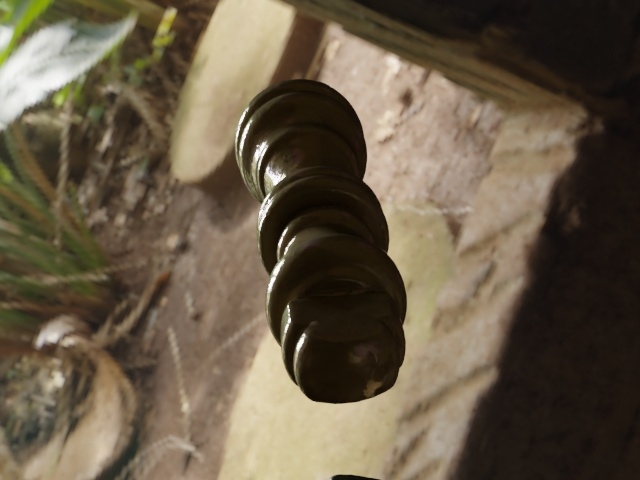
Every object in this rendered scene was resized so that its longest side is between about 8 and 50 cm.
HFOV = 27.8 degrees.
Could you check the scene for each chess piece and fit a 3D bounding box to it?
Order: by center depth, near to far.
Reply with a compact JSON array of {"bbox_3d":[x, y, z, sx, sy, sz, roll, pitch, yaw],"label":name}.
[{"bbox_3d":[0.000,0.000,0.957,0.117,0.117,0.397,-60,18,21],"label":"chess piece"}]

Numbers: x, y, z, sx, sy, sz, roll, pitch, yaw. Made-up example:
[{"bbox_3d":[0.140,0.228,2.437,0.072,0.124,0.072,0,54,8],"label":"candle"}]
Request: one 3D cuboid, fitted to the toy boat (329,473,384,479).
[{"bbox_3d":[0.038,0.272,1.131,0.142,0.309,0.129,22,83,35],"label":"toy boat"}]
